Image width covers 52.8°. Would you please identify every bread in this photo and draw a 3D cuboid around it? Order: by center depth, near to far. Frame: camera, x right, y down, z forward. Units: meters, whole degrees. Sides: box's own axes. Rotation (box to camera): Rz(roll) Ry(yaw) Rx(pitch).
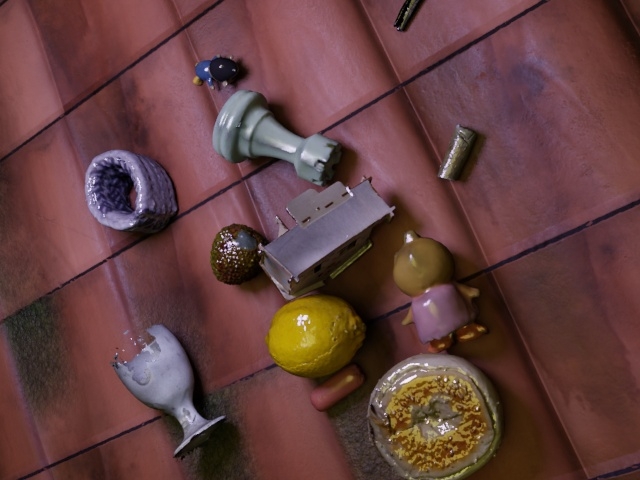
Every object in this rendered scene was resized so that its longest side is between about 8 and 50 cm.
[{"bbox_3d":[0.254,0.390,1.442,0.306,0.159,0.305,1,93,14],"label":"bread"}]

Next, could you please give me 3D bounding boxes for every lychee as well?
[{"bbox_3d":[-0.218,0.039,1.688,0.171,0.171,0.171,-1,87,24],"label":"lychee"}]

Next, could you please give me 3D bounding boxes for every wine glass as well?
[{"bbox_3d":[-0.412,0.398,1.743,0.190,0.190,0.357,-42,77,17],"label":"wine glass"}]

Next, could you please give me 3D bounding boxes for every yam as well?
[{"bbox_3d":[0.319,-0.203,1.506,0.054,0.054,0.132,25,98,23],"label":"yam"}]

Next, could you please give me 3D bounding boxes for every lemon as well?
[{"bbox_3d":[-0.012,0.229,1.555,0.260,0.204,0.204,-13,82,22],"label":"lemon"}]

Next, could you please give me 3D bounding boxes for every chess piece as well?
[{"bbox_3d":[-0.101,-0.248,1.640,0.299,0.194,0.194,25,98,14],"label":"chess piece"}]

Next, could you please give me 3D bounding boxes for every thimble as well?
[{"bbox_3d":[-0.537,-0.136,1.837,0.245,0.157,0.217,46,108,20],"label":"thimble"}]

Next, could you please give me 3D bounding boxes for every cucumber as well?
[{"bbox_3d":[0.220,-0.577,1.579,0.134,0.033,0.034,-55,27,14],"label":"cucumber"}]

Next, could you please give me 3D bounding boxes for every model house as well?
[{"bbox_3d":[0.000,0.000,1.566,0.326,0.244,0.169,-34,73,-16],"label":"model house"}]

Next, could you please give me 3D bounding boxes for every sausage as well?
[{"bbox_3d":[0.042,0.365,1.600,0.154,0.062,0.062,-39,73,19],"label":"sausage"}]

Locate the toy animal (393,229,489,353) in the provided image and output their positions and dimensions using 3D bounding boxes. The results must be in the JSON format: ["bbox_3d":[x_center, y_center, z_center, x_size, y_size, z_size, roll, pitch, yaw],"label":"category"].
[{"bbox_3d":[0.251,0.110,1.459,0.195,0.169,0.281,-24,79,19],"label":"toy animal"}]

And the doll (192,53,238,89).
[{"bbox_3d":[-0.285,-0.467,1.781,0.179,0.089,0.101,12,93,48],"label":"doll"}]
